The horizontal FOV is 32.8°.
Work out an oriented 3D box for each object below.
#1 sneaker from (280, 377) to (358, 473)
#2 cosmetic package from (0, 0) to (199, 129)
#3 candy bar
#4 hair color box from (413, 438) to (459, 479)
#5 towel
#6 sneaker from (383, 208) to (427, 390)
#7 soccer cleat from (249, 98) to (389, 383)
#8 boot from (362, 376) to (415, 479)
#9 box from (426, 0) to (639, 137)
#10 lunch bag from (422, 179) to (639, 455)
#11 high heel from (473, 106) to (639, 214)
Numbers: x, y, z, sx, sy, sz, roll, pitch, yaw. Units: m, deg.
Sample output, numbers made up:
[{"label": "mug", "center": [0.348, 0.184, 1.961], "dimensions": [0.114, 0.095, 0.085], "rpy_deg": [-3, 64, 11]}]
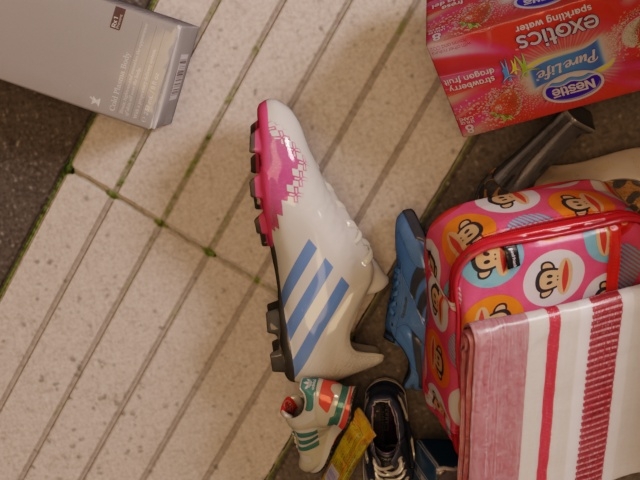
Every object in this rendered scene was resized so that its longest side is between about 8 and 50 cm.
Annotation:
[{"label": "sneaker", "center": [-0.012, 0.207, 1.246], "dimensions": [0.075, 0.057, 0.161], "rpy_deg": [21, 137, -2]}, {"label": "cosmetic package", "center": [-0.272, -0.221, 1.230], "dimensions": [0.238, 0.107, 0.127], "rpy_deg": [17, 102, 2]}, {"label": "candy bar", "center": [0.029, 0.251, 1.246], "dimensions": [0.040, 0.018, 0.161], "rpy_deg": [58, 146, 31]}, {"label": "hair color box", "center": [0.187, 0.407, 1.231], "dimensions": [0.174, 0.105, 0.347], "rpy_deg": [3, 98, -9]}, {"label": "towel", "center": [0.290, 0.150, 1.107], "dimensions": [0.329, 0.037, 0.237], "rpy_deg": [-11, 121, -17]}, {"label": "sneaker", "center": [0.102, 0.071, 1.235], "dimensions": [0.082, 0.069, 0.209], "rpy_deg": [-13, 96, 8]}, {"label": "soccer cleat", "center": [0.000, 0.000, 1.228], "dimensions": [0.143, 0.116, 0.331], "rpy_deg": [-7, 102, -1]}, {"label": "boot", "center": [0.076, 0.259, 1.255], "dimensions": [0.069, 0.086, 0.190], "rpy_deg": [-7, 96, 8]}, {"label": "box", "center": [0.247, -0.217, 1.111], "dimensions": [0.257, 0.122, 0.128], "rpy_deg": [-14, 131, 18]}, {"label": "lunch bag", "center": [0.242, 0.084, 1.145], "dimensions": [0.258, 0.120, 0.293], "rpy_deg": [-12, 122, -12]}, {"label": "high heel", "center": [0.308, -0.024, 1.210], "dimensions": [0.261, 0.093, 0.186], "rpy_deg": [33, 127, -13]}]
